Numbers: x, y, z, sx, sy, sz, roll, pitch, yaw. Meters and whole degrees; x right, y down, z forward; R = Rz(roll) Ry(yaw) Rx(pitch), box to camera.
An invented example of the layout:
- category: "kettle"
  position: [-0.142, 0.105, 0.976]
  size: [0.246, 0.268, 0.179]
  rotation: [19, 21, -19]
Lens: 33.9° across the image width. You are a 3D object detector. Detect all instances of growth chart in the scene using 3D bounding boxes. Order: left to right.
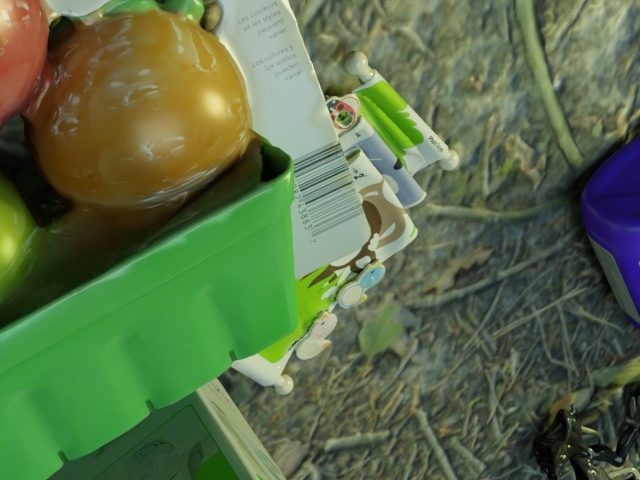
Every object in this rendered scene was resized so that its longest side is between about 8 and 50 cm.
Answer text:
- category: "growth chart"
  position: [0.000, 0.000, 0.733]
  size: [0.237, 0.021, 0.172]
  rotation: [-53, 138, 7]

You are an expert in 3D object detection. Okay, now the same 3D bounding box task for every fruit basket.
- category: "fruit basket"
  position: [-0.163, -0.066, 0.515]
  size: [0.327, 0.165, 0.353]
  rotation: [-31, 117, -14]

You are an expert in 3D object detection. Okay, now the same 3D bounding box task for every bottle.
- category: "bottle"
  position: [0.317, 0.028, 0.925]
  size: [0.118, 0.092, 0.283]
  rotation: [-41, 135, -3]

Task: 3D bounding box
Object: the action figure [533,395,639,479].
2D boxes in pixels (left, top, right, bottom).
- category: "action figure"
  position: [0.355, 0.201, 1.035]
  size: [0.275, 0.164, 0.141]
  rotation: [-15, 117, -14]

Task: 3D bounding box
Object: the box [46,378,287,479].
- category: "box"
  position: [-0.145, 0.200, 0.627]
  size: [0.262, 0.231, 0.127]
  rotation: [-40, 132, -5]
